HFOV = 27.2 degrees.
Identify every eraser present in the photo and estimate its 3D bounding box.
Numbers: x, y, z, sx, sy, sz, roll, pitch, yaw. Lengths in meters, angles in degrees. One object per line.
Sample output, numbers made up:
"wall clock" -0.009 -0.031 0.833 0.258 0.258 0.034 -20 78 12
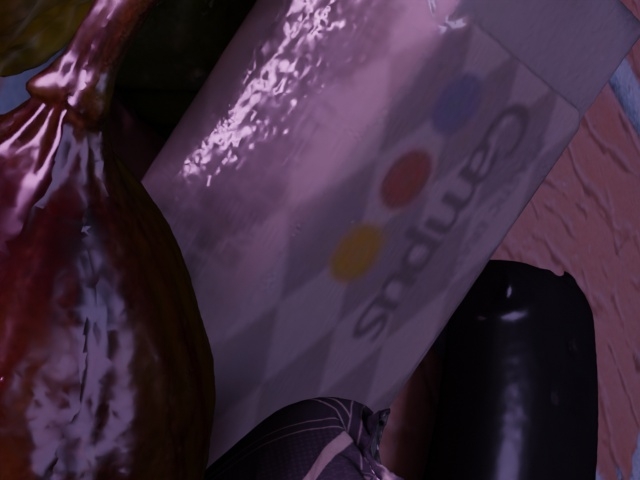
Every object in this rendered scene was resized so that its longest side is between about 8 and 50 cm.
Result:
"eraser" 0.000 0.001 0.714 0.397 0.082 0.213 -56 144 7

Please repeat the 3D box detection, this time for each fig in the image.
"fig" -0.120 0.003 0.524 0.217 0.217 0.321 -11 131 -55

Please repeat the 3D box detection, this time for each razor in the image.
"razor" 0.151 0.189 1.084 0.204 0.113 0.349 24 72 -51

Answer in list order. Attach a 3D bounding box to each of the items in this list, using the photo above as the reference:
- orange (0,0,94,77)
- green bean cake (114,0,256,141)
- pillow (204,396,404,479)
"orange" -0.165 -0.189 0.514 0.369 0.210 0.271 -29 114 -54
"green bean cake" -0.030 -0.133 0.793 0.214 0.113 0.200 43 57 -47
"pillow" -0.086 0.204 0.613 0.092 0.335 0.161 46 12 -17
